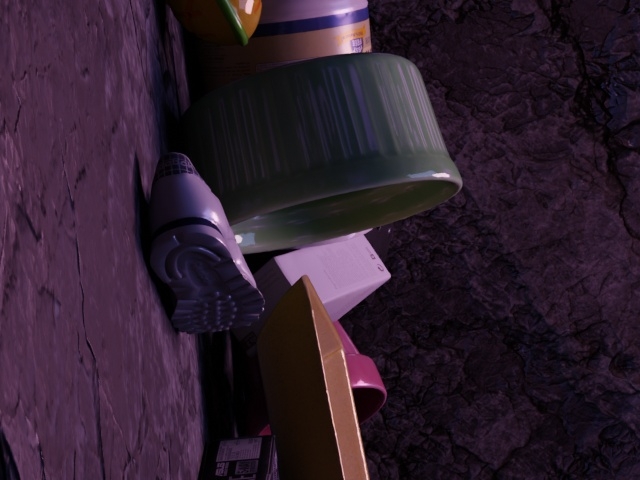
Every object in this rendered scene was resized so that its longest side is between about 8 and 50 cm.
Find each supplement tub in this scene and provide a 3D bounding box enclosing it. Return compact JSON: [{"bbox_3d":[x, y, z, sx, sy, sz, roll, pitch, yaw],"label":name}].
[{"bbox_3d":[-0.040,-0.163,1.784,0.228,0.228,0.316,-91,175,-76],"label":"supplement tub"}]

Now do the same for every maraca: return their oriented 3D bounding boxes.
[{"bbox_3d":[-0.127,-0.287,1.481,0.186,0.099,0.127,59,-4,-1],"label":"maraca"}]

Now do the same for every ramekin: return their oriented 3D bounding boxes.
[{"bbox_3d":[-0.009,-0.093,1.523,0.303,0.303,0.148,76,0,-82],"label":"ramekin"}]

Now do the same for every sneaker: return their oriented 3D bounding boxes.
[{"bbox_3d":[-0.107,0.012,1.278,0.235,0.090,0.095,85,-10,-62],"label":"sneaker"}]

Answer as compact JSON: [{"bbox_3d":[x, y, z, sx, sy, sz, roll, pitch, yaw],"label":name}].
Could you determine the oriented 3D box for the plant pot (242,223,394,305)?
[{"bbox_3d":[0.000,0.000,2.028,0.187,0.167,0.188,48,55,-61],"label":"plant pot"}]

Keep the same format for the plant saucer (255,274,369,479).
[{"bbox_3d":[-0.001,0.245,1.647,0.333,0.081,0.333,66,12,-70],"label":"plant saucer"}]

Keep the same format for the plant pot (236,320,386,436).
[{"bbox_3d":[-0.031,0.173,1.948,0.201,0.201,0.180,82,-13,-65],"label":"plant pot"}]

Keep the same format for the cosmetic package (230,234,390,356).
[{"bbox_3d":[-0.018,0.065,1.800,0.085,0.117,0.231,55,28,11],"label":"cosmetic package"}]

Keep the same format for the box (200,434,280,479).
[{"bbox_3d":[-0.071,0.357,1.366,0.307,0.076,0.243,-90,175,-76],"label":"box"}]
